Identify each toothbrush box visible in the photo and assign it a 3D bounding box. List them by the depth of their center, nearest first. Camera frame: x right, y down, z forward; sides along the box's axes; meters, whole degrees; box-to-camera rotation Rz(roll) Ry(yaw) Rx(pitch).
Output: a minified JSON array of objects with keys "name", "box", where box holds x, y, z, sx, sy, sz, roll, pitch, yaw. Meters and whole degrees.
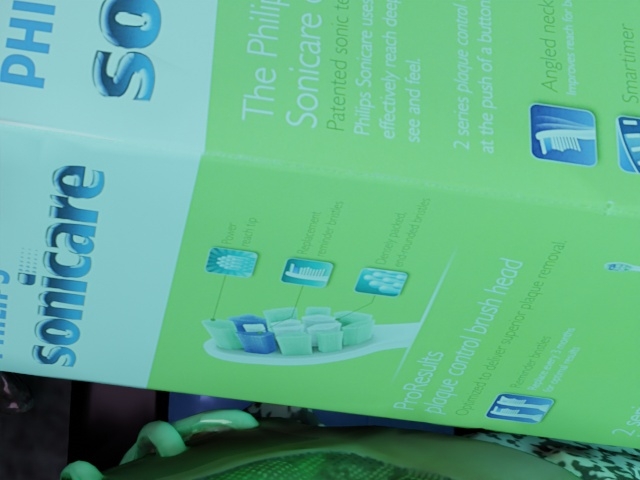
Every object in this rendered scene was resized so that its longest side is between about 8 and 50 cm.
[{"name":"toothbrush box","box":[0.046,-0.062,0.494,0.283,0.122,0.206,8,56,-10]}]

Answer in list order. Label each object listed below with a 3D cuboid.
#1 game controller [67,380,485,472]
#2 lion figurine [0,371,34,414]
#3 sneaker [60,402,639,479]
[{"name":"game controller","box":[0.000,0.000,0.611,0.167,0.067,0.319,3,89,7]},{"name":"lion figurine","box":[-0.307,-0.016,0.614,0.240,0.142,0.392,-43,88,11]},{"name":"sneaker","box":[-0.031,0.110,0.487,0.410,0.182,0.158,6,117,-17]}]
